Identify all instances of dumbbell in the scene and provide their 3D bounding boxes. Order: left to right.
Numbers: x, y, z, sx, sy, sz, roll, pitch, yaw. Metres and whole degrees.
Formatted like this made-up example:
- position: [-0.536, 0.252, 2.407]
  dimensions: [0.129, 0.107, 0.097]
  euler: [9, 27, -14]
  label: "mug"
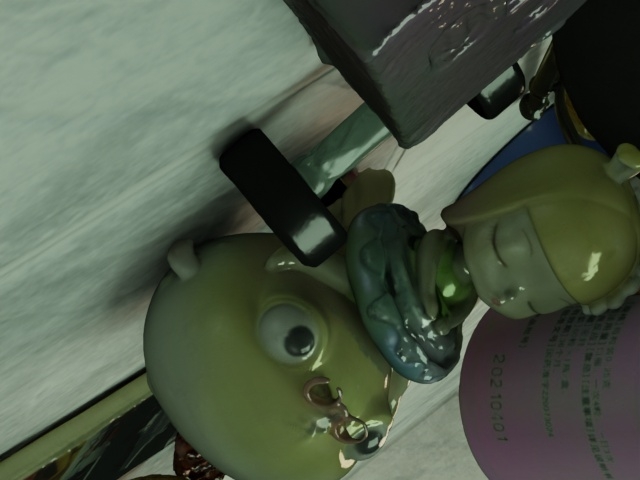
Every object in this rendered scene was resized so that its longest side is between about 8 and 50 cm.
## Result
- position: [0.034, -0.076, 1.082]
  dimensions: [0.191, 0.100, 0.100]
  euler: [-40, 168, 1]
  label: "dumbbell"

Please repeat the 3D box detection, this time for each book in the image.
- position: [-0.241, 0.215, 1.481]
  dimensions: [0.374, 0.028, 0.262]
  euler: [-32, 167, -38]
  label: "book"

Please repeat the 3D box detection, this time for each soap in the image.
- position: [0.114, -0.195, 0.894]
  dimensions: [0.296, 0.107, 0.285]
  euler: [-40, 171, 3]
  label: "soap"

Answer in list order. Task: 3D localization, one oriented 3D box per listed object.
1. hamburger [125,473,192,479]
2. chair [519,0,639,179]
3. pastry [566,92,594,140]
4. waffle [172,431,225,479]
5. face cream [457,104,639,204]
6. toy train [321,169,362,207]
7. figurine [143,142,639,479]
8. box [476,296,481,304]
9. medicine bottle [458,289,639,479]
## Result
- position: [-0.172, 0.396, 1.719]
  dimensions: [0.260, 0.283, 0.144]
  euler: [-25, 159, 0]
  label: "hamburger"
- position: [0.362, -0.114, 1.338]
  dimensions: [0.365, 0.362, 0.410]
  euler: [-25, 158, 8]
  label: "chair"
- position: [0.311, -0.163, 1.678]
  dimensions: [0.153, 0.081, 0.153]
  euler: [-37, 169, -8]
  label: "pastry"
- position: [-0.066, 0.184, 1.776]
  dimensions: [0.221, 0.055, 0.234]
  euler: [-32, 160, -5]
  label: "waffle"
- position: [0.308, -0.025, 1.836]
  dimensions: [0.249, 0.225, 0.249]
  euler: [-37, 168, -9]
  label: "face cream"
- position: [0.000, 0.000, 1.388]
  dimensions: [0.138, 0.050, 0.087]
  euler: [-41, 164, 11]
  label: "toy train"
- position: [0.062, 0.019, 1.201]
  dimensions: [0.394, 0.226, 0.274]
  euler: [-23, -144, 21]
  label: "figurine"
- position: [0.069, 0.182, 2.080]
  dimensions: [0.365, 0.051, 0.204]
  euler: [-47, 178, -26]
  label: "box"
- position: [0.258, 0.110, 1.197]
  dimensions: [0.178, 0.178, 0.291]
  euler: [-32, -166, -37]
  label: "medicine bottle"
